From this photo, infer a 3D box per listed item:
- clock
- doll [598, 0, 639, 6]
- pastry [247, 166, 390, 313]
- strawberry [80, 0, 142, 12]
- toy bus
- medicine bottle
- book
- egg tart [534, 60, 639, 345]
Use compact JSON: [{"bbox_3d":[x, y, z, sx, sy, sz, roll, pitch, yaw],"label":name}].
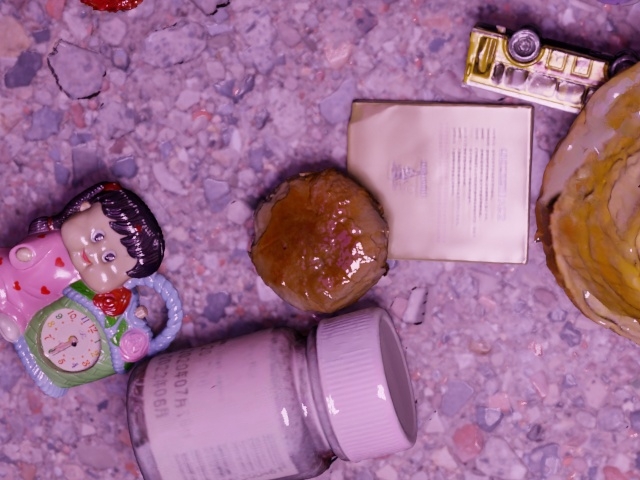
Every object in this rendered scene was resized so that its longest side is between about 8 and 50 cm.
[{"bbox_3d":[-0.243,0.051,1.928,0.195,0.100,0.194,-29,96,15],"label":"clock"},{"bbox_3d":[0.352,-0.247,1.789,0.228,0.075,0.102,26,109,7],"label":"doll"},{"bbox_3d":[0.000,0.000,1.874,0.153,0.081,0.153,0,89,29],"label":"pastry"},{"bbox_3d":[-0.235,-0.312,1.880,0.140,0.085,0.192,-43,88,15],"label":"strawberry"},{"bbox_3d":[0.256,-0.165,1.820,0.226,0.081,0.074,15,105,4],"label":"toy bus"},{"bbox_3d":[-0.049,0.172,1.876,0.273,0.165,0.165,-15,95,10],"label":"medicine bottle"},{"bbox_3d":[0.122,-0.060,1.888,0.192,0.013,0.167,3,99,9],"label":"book"},{"bbox_3d":[0.380,-0.022,1.751,0.345,0.132,0.345,0,119,0],"label":"egg tart"}]
